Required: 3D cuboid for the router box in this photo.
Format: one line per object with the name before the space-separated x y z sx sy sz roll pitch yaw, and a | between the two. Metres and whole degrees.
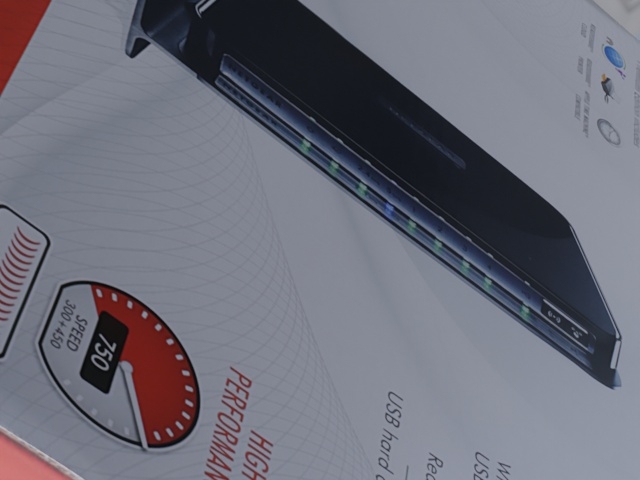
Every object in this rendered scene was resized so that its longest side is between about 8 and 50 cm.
router box | 0.000 0.000 0.488 0.082 0.301 0.335 -41 -158 33
